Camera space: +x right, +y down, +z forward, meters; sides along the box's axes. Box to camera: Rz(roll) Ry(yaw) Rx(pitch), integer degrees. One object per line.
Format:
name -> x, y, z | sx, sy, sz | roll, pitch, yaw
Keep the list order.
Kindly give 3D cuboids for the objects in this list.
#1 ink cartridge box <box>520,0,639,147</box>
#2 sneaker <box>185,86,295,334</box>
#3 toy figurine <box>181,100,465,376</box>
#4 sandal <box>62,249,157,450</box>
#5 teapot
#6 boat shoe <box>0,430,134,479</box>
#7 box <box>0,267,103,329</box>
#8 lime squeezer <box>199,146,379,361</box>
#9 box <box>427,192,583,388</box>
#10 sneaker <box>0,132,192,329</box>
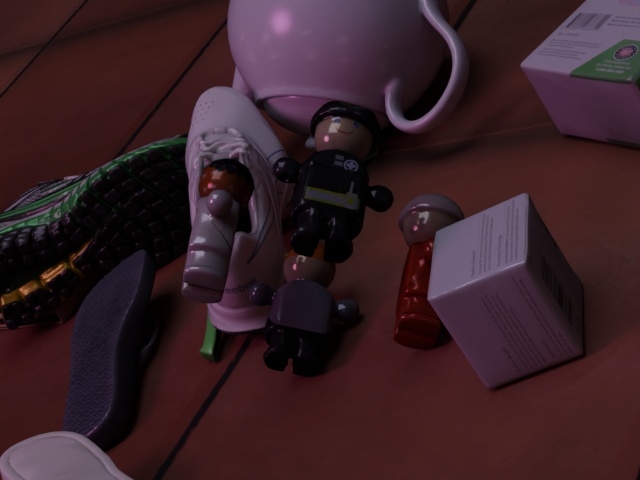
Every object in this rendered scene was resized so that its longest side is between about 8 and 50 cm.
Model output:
ink cartridge box -> 0.313, -0.186, 1.434 | 0.212, 0.093, 0.154 | -46, 29, -17
sneaker -> -0.081, -0.054, 1.554 | 0.111, 0.129, 0.297 | -14, 48, 1
toy figurine -> 0.000, 0.000, 1.362 | 0.209, 0.213, 0.148 | -19, 46, 35
sandal -> -0.208, 0.117, 1.601 | 0.097, 0.054, 0.255 | -27, 37, 31
teapot -> 0.017, -0.185, 1.672 | 0.256, 0.252, 0.187 | 113, 164, -82
boat shoe -> -0.180, 0.260, 1.297 | 0.116, 0.099, 0.319 | -17, 24, -22
box -> -0.305, 0.027, 1.877 | 0.164, 0.021, 0.201 | -7, 38, 42
lime squeezer -> -0.065, -0.008, 1.620 | 0.110, 0.059, 0.310 | -2, 41, 49
box -> 0.147, 0.040, 1.249 | 0.087, 0.101, 0.102 | -24, 27, 22
sneaker -> -0.257, -0.037, 1.767 | 0.343, 0.134, 0.146 | -24, 34, 7
